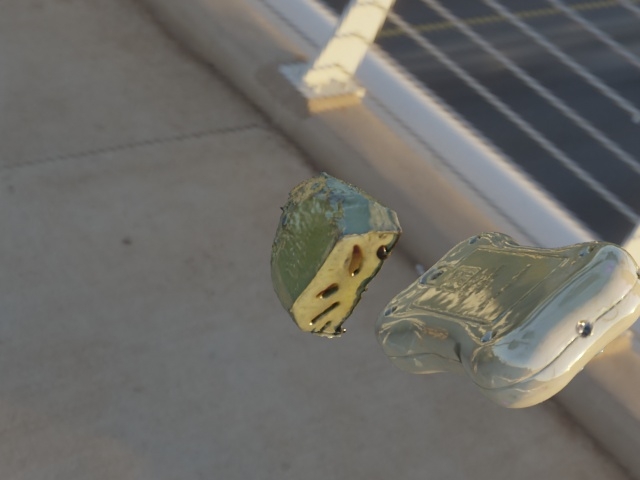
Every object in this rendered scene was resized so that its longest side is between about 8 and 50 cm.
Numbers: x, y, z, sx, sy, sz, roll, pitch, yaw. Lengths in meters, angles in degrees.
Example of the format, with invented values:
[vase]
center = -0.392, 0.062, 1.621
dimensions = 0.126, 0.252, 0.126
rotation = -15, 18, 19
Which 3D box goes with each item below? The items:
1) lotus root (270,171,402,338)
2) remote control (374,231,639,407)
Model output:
[lotus root]
center = -0.004, 0.001, 1.143
dimensions = 0.070, 0.143, 0.144
rotation = 8, 30, -30
[remote control]
center = 0.070, 0.028, 0.468
dimensions = 0.074, 0.122, 0.032
rotation = -38, 104, -14
